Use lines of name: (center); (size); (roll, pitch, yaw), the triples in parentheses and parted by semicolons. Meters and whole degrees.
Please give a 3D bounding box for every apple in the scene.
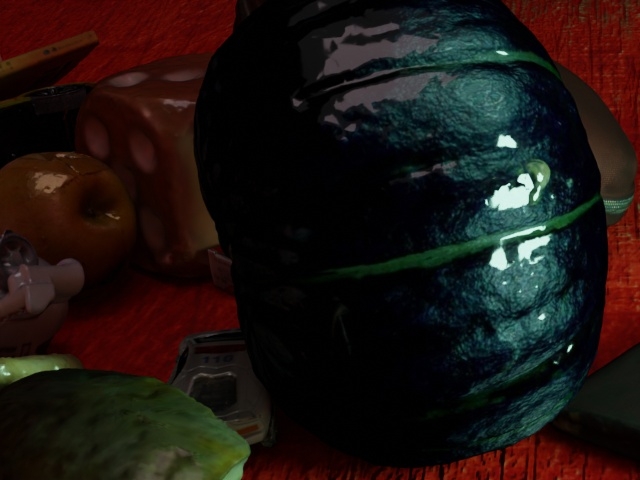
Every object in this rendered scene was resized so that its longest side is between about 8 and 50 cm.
apple: (-0.231, -0.012, 1.743); (0.146, 0.146, 0.146); (-4, 22, 2)

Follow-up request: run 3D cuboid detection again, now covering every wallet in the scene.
wallet: (0.301, 0.110, 1.449); (0.229, 0.049, 0.182); (-24, 29, -36)

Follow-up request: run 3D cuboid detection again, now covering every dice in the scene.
dice: (-0.117, -0.076, 1.833); (0.174, 0.175, 0.179); (-20, 23, -33)

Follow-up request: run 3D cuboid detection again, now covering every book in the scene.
book: (-0.439, -0.113, 2.022); (0.389, 0.032, 0.269); (-26, -2, -44)

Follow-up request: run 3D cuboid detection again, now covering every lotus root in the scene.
lotus root: (-0.179, 0.174, 1.263); (0.314, 0.142, 0.210); (11, 28, 38)

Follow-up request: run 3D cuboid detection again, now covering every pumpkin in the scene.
pumpkin: (0.054, -0.019, 1.407); (0.266, 0.363, 0.363); (-19, 24, -9)

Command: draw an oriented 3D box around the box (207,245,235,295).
box: (0.000, 0.000, 1.795); (0.218, 0.039, 0.055); (-21, 28, -34)

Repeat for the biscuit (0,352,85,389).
biscuit: (-0.282, 0.124, 1.434); (0.188, 0.040, 0.265); (-26, -13, 33)

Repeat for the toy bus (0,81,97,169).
toy bus: (-0.354, -0.054, 1.873); (0.151, 0.145, 0.331); (6, 19, 45)

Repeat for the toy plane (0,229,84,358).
toy plane: (-0.304, 0.068, 1.564); (0.252, 0.118, 0.252); (-16, -4, -1)

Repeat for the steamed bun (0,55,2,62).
steamed bun: (-0.473, -0.221, 2.281); (0.170, 0.152, 0.239); (-21, 17, -25)

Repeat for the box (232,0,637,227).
box: (0.108, -0.133, 1.778); (0.404, 0.108, 0.263); (20, 26, -24)

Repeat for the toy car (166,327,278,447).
toy car: (-0.076, 0.110, 1.516); (0.095, 0.056, 0.205); (-4, 22, 7)
